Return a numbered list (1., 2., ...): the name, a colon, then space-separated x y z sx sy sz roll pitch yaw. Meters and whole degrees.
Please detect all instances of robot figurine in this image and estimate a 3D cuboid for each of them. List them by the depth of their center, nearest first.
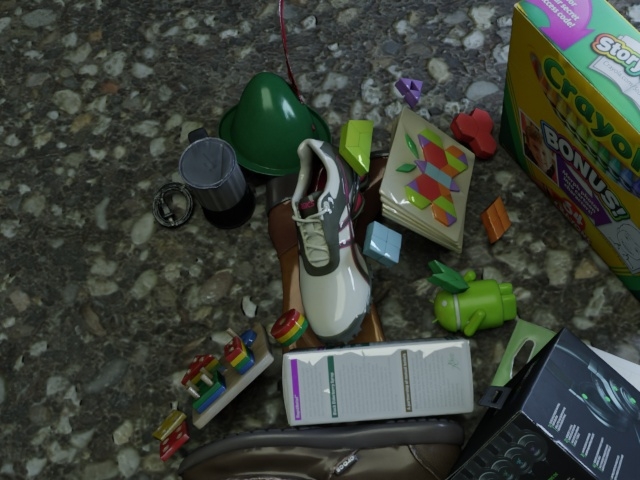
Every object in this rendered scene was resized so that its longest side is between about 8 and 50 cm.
1. robot figurine: 0.207 0.089 1.204 0.115 0.067 0.101 -8 36 4

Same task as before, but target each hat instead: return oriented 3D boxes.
1. hat: -0.068 -0.228 1.307 0.173 0.184 0.208 -24 56 -26

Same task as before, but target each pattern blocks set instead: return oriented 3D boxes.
1. pattern blocks set: 0.151 -0.086 1.218 0.285 0.026 0.325 18 57 -27

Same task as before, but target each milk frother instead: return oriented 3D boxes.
1. milk frother: -0.186 -0.078 1.306 0.143 0.135 0.129 -39 65 -10

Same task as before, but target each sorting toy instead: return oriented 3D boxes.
1. sorting toy: -0.137 0.172 1.174 0.274 0.132 0.046 -43 105 3

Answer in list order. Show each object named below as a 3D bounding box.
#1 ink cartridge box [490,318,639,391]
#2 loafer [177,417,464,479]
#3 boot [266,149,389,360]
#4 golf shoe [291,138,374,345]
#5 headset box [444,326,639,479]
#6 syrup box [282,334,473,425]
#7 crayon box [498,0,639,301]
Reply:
1. ink cartridge box: 0.334 0.194 1.139 0.209 0.062 0.109 22 71 18
2. loafer: 0.002 0.298 1.103 0.365 0.134 0.130 -6 74 5
3. boot: 0.058 0.022 1.246 0.264 0.096 0.281 -10 67 0
4. golf shoe: 0.000 0.000 1.158 0.105 0.120 0.273 -13 66 27
5. headset box: 0.297 0.255 0.966 0.283 0.246 0.131 42 118 8
6. syrup box: 0.073 0.180 1.147 0.236 0.093 0.096 -4 86 3
7. crayon box: 0.381 -0.109 1.133 0.106 0.313 0.363 -32 65 -7
